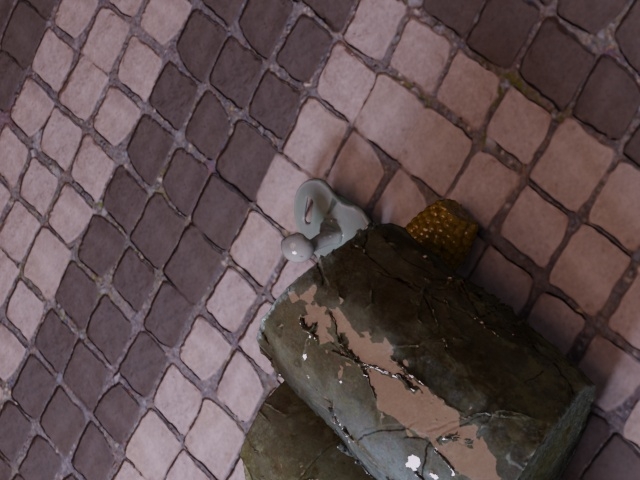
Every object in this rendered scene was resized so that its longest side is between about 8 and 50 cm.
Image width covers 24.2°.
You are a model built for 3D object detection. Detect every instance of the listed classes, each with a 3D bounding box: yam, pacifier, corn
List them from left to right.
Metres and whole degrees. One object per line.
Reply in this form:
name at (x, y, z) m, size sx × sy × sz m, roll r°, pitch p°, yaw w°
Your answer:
pacifier at (0.000, 0.000, 1.806) m, size 0.150 × 0.117 × 0.126 m, roll 43°, pitch 139°, yaw 28°
yam at (0.027, 0.287, 1.743) m, size 0.268 × 0.161 × 0.161 m, roll 36°, pitch 110°, yaw 33°
corn at (0.085, 0.060, 1.747) m, size 0.260 × 0.091 × 0.091 m, roll -51°, pitch 50°, yaw 20°
yam at (0.117, 0.159, 1.586) m, size 0.348 × 0.241 × 0.241 m, roll 43°, pitch 115°, yaw 15°
